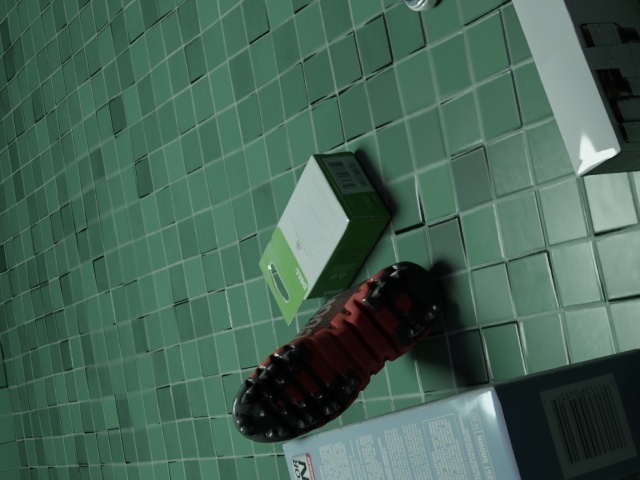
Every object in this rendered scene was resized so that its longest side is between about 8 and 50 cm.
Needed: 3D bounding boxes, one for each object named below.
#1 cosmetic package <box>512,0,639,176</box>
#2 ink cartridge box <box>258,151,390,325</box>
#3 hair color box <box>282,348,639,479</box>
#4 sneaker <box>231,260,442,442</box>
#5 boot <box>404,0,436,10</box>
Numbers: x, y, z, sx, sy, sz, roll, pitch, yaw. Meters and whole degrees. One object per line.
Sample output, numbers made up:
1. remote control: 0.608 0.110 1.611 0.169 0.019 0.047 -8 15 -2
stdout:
1. cosmetic package: 0.237 -0.177 1.023 0.060 0.099 0.239 -36 66 51
2. ink cartridge box: 0.000 0.000 1.453 0.109 0.062 0.209 61 142 30
3. hair color box: 0.138 0.210 1.162 0.374 0.185 0.114 -28 74 56
4. sneaker: 0.011 0.131 1.306 0.098 0.276 0.135 53 159 -2
5. boot: 0.079 -0.341 1.247 0.069 0.086 0.190 5 100 57
